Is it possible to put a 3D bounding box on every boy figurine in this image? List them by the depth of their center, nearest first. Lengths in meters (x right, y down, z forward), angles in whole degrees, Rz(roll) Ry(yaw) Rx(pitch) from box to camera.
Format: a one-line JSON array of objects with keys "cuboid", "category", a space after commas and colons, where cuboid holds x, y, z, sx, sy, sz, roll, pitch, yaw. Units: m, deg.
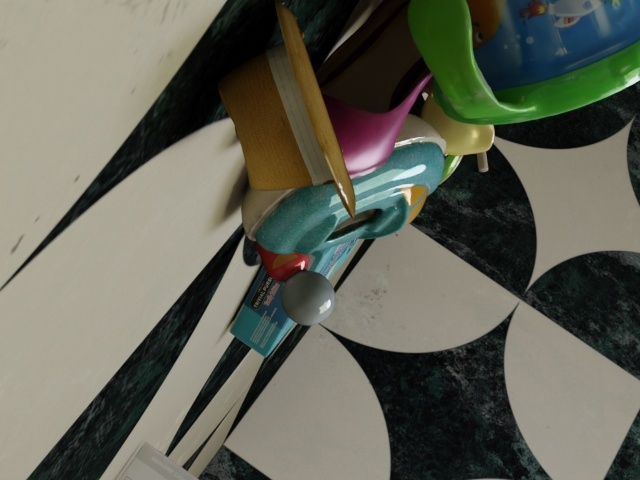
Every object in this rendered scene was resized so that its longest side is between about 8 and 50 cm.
[{"cuboid": [0.190, -0.239, 1.429, 0.177, 0.092, 0.285, 126, -21, -69], "category": "boy figurine"}]

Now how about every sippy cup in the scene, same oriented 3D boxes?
[{"cuboid": [0.190, -0.257, 1.100, 0.240, 0.224, 0.305, -18, -158, 7], "category": "sippy cup"}]

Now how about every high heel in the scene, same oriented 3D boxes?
[{"cuboid": [0.059, -0.197, 1.194, 0.377, 0.127, 0.181, -46, 154, -49], "category": "high heel"}]

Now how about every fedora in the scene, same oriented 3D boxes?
[{"cuboid": [-0.031, -0.093, 0.931, 0.079, 0.194, 0.194, -19, 175, 2], "category": "fedora"}]

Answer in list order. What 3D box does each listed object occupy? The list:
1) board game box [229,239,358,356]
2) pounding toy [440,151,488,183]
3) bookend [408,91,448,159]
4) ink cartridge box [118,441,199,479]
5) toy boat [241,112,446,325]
[{"cuboid": [0.000, 0.000, 1.928, 0.336, 0.079, 0.254, -50, 172, -49], "category": "board game box"}, {"cuboid": [0.183, -0.194, 2.136, 0.237, 0.110, 0.183, -14, -119, 41], "category": "pounding toy"}, {"cuboid": [0.056, -0.146, 1.478, 0.157, 0.156, 0.072, 4, -134, 43], "category": "bookend"}, {"cuboid": [-0.225, 0.499, 1.802, 0.261, 0.296, 0.066, -54, 175, -13], "category": "ink cartridge box"}, {"cuboid": [0.018, -0.021, 1.364, 0.267, 0.148, 0.318, -20, 164, -34], "category": "toy boat"}]
